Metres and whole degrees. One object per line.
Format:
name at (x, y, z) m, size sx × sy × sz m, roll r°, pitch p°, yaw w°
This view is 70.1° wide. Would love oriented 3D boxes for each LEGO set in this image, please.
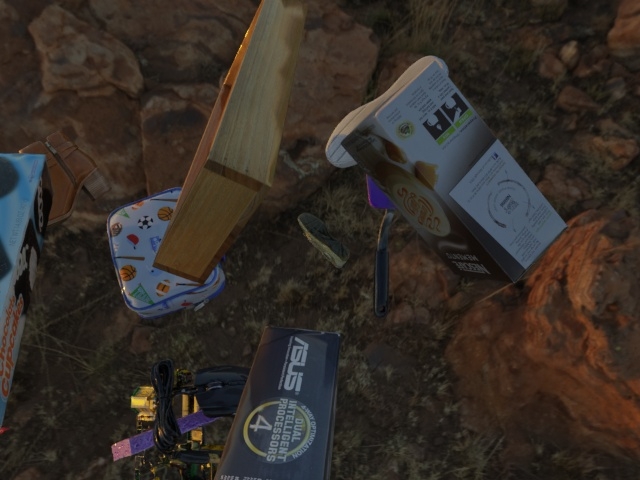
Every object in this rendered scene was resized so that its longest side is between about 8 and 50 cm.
LEGO set at (-0.272, 0.453, 1.010) m, size 0.192 × 0.255 × 0.331 m, roll -8°, pitch 71°, yaw 26°

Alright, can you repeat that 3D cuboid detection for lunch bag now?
lunch bag at (-0.363, 0.032, 1.098) m, size 0.243 × 0.115 × 0.303 m, roll -20°, pitch 69°, yaw -10°

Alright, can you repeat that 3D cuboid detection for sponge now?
sponge at (-0.282, 0.365, 0.885) m, size 0.210 × 0.117 × 0.031 m, roll -7°, pitch 68°, yaw -43°

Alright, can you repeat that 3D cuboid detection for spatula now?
spatula at (0.116, -0.003, 0.815) m, size 0.084 × 0.030 × 0.296 m, roll -2°, pitch 103°, yaw -17°

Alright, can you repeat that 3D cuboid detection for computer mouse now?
computer mouse at (-0.165, 0.293, 0.799) m, size 0.262 × 0.060 × 0.184 m, roll 22°, pitch 33°, yaw -33°

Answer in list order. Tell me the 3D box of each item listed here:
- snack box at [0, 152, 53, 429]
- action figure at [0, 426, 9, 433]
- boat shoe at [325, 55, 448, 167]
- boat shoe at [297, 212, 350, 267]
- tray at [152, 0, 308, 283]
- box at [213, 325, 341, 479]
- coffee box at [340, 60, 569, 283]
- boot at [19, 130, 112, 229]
snack box at (-0.347, 0.039, 0.369) m, size 0.187 × 0.060 × 0.321 m, roll -2°, pitch 45°, yaw -19°
action figure at (-0.751, 0.292, 1.000) m, size 0.139 × 0.091 × 0.280 m, roll -28°, pitch 82°, yaw 28°
boat shoe at (0.148, -0.251, 0.962) m, size 0.302 × 0.094 × 0.109 m, roll -37°, pitch 64°, yaw 15°
boat shoe at (0.002, 0.000, 1.049) m, size 0.153 × 0.048 × 0.056 m, roll 42°, pitch 47°, yaw 9°
tray at (-0.109, -0.164, 0.627) m, size 0.076 × 0.203 × 0.410 m, roll 24°, pitch 46°, yaw -19°
box at (-0.049, 0.322, 0.396) m, size 0.097 × 0.318 × 0.394 m, roll 4°, pitch 30°, yaw 5°
coffee box at (0.155, -0.072, 0.561) m, size 0.098 × 0.141 × 0.246 m, roll -44°, pitch 98°, yaw -9°
boot at (-0.536, -0.112, 0.895) m, size 0.152 × 0.073 × 0.197 m, roll 55°, pitch 49°, yaw -18°
